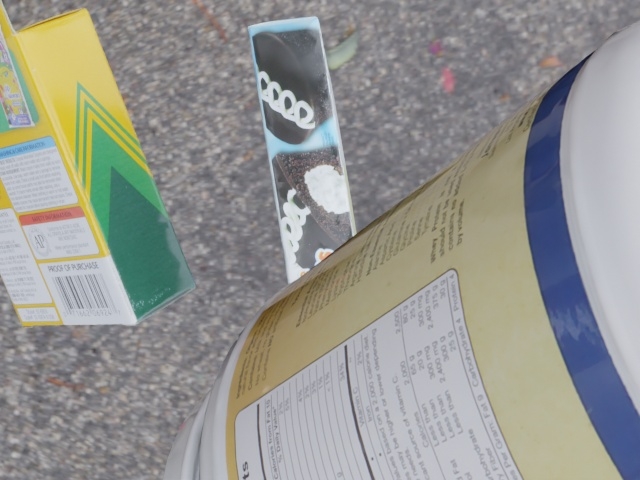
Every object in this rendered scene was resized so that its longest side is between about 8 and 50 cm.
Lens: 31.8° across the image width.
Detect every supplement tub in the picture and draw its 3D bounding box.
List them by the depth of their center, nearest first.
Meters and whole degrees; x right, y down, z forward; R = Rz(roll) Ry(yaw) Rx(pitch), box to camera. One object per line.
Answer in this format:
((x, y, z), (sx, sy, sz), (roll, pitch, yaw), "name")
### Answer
((0.092, 0.079, 0.455), (0.228, 0.316, 0.228), (20, 52, -28), "supplement tub")

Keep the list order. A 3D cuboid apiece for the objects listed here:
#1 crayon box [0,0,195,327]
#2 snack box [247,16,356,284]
((-0.258, -0.081, 1.040), (0.083, 0.203, 0.323), (-32, 108, -40), "crayon box")
((0.000, 0.000, 0.912), (0.060, 0.187, 0.321), (-9, 86, 2), "snack box")
